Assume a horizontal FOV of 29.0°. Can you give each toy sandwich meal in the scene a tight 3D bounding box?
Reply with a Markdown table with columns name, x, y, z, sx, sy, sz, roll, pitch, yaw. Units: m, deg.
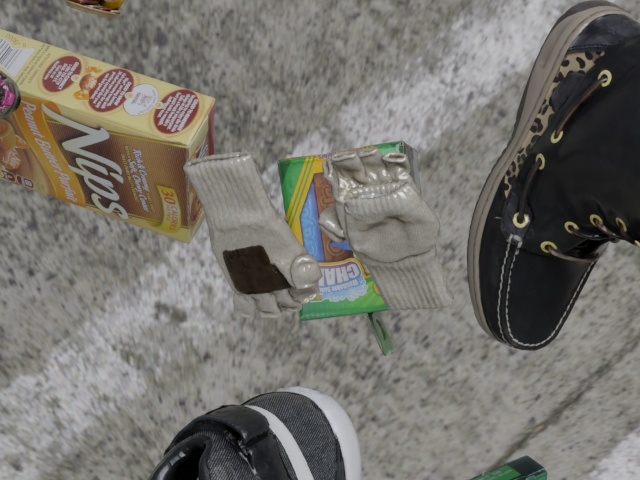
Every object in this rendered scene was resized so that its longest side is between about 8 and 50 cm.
| name | x | y | z | sx | sy | sz | roll | pitch | yaw |
| --- | --- | --- | --- | --- | --- | --- | --- | --- | --- |
| toy sandwich meal | -0.293 | -0.309 | 1.593 | 0.085 | 0.085 | 0.029 | 16 | 101 | -1 |

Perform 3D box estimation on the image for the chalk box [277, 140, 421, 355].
| name | x | y | z | sx | sy | sz | roll | pitch | yaw |
| --- | --- | --- | --- | --- | --- | --- | --- | --- | --- |
| chalk box | 0.059 | 0.018 | 1.742 | 0.179 | 0.180 | 0.289 | -7 | 89 | 10 |

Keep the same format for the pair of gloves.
| name | x | y | z | sx | sy | sz | roll | pitch | yaw |
| --- | --- | --- | --- | --- | --- | --- | --- | --- | --- |
| pair of gloves | 0.000 | 0.000 | 1.193 | 0.240 | 0.204 | 0.042 | 0 | 43 | 18 |

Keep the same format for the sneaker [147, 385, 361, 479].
| name | x | y | z | sx | sy | sz | roll | pitch | yaw |
| --- | --- | --- | --- | --- | --- | --- | --- | --- | --- |
| sneaker | -0.031 | 0.178 | 0.533 | 0.079 | 0.121 | 0.217 | -12 | 85 | 34 |

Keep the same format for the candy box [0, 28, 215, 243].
| name | x | y | z | sx | sy | sz | roll | pitch | yaw |
| --- | --- | --- | --- | --- | --- | --- | --- | --- | --- |
| candy box | -0.282 | -0.127 | 1.462 | 0.316 | 0.183 | 0.088 | 19 | 54 | 9 |

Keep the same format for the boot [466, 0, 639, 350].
| name | x | y | z | sx | sy | sz | roll | pitch | yaw |
| --- | --- | --- | --- | --- | --- | --- | --- | --- | --- |
| boot | 0.289 | -0.016 | 1.195 | 0.138 | 0.284 | 0.378 | 6 | 112 | -29 |

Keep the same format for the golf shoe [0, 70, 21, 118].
| name | x | y | z | sx | sy | sz | roll | pitch | yaw |
| --- | --- | --- | --- | --- | --- | --- | --- | --- | --- |
| golf shoe | -0.398 | -0.163 | 1.256 | 0.186 | 0.086 | 0.068 | 19 | 91 | -7 |

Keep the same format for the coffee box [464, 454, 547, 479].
| name | x | y | z | sx | sy | sz | roll | pitch | yaw |
| --- | --- | --- | --- | --- | --- | --- | --- | --- | --- |
| coffee box | 0.186 | 0.334 | 1.347 | 0.113 | 0.040 | 0.184 | -15 | 120 | -29 |
